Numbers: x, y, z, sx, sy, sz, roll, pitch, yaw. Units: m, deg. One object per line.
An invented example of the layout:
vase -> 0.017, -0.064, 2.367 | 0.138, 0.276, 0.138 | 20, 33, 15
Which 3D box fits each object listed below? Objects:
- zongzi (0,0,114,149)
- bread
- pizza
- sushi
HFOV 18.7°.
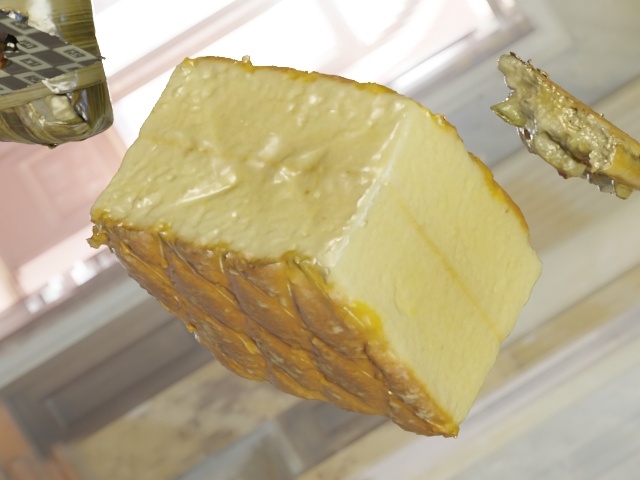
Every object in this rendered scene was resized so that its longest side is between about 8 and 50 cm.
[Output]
zongzi -> -0.388, -0.235, 2.176 | 0.134, 0.288, 0.286 | -18, 101, -72
bread -> 0.000, 0.000, 1.651 | 0.279, 0.207, 0.279 | 12, -27, 42
pizza -> 0.283, -0.117, 2.180 | 0.223, 0.089, 0.323 | 36, 8, 11
sushi -> -0.300, -0.189, 1.801 | 0.139, 0.031, 0.201 | 23, -20, -35
